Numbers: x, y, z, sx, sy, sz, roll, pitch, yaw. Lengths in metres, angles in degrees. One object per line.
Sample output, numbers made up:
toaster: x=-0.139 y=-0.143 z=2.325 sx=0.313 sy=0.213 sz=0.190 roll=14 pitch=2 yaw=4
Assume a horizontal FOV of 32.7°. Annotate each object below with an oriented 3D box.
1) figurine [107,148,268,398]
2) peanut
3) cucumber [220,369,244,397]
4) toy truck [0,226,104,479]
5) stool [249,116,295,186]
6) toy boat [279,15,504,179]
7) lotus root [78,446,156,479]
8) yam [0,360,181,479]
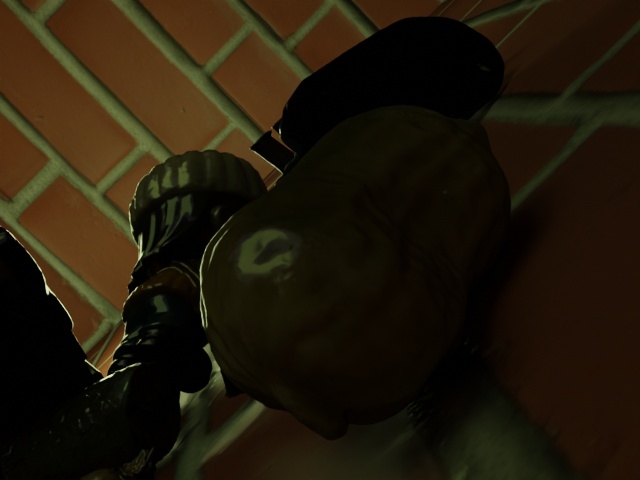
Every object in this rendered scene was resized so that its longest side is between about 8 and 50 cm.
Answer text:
figurine: x=-0.159 y=0.026 z=1.262 sx=0.185 sy=0.204 sz=0.332 roll=-36 pitch=12 yaw=36
peanut: x=0.019 y=0.013 z=0.646 sx=0.159 sy=0.143 sz=0.291 roll=-28 pitch=13 yaw=31
cucumber: x=-0.015 y=0.038 z=0.967 sx=0.245 sy=0.067 sz=0.067 roll=-49 pitch=9 yaw=-31
toy truck: x=-0.367 y=0.113 z=1.169 sx=0.181 sy=0.254 sz=0.405 roll=-39 pitch=-38 yaw=-19
stool: x=0.006 y=-0.093 z=1.246 sx=0.153 sy=0.139 sz=0.228 roll=-40 pitch=4 yaw=21
toy boat: x=0.076 y=-0.135 z=1.144 sx=0.299 sy=0.134 sz=0.092 roll=-36 pitch=-23 yaw=-40
lotus root: x=-0.183 y=0.226 z=0.881 sx=0.152 sy=0.063 sz=0.072 roll=-48 pitch=-2 yaw=0
yam: x=-0.214 y=0.190 z=1.042 sx=0.183 sy=0.107 sz=0.107 roll=-32 pitch=13 yaw=28
